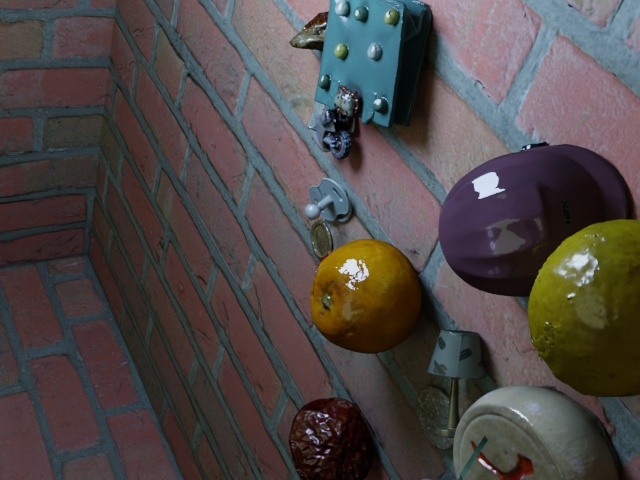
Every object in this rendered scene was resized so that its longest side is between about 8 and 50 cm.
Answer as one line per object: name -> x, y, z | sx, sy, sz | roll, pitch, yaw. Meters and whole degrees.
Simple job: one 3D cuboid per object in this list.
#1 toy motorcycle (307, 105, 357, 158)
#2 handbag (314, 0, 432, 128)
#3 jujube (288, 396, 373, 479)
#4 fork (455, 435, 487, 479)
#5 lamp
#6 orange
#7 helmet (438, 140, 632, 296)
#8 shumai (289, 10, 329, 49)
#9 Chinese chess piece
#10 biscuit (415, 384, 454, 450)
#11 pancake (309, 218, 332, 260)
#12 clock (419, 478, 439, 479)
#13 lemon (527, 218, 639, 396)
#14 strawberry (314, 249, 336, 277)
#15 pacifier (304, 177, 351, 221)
toy motorcycle -> 0.025, -0.308, 1.961 | 0.129, 0.094, 0.229 | -1, 93, 61
handbag -> 0.098, -0.396, 1.745 | 0.268, 0.100, 0.274 | 30, 113, 44
jujube -> 0.025, 0.527, 2.079 | 0.213, 0.212, 0.232 | -5, 102, 59
fork -> 0.281, 0.443, 1.555 | 0.039, 0.021, 0.235 | 53, 140, 32
lamp -> 0.279, 0.294, 1.675 | 0.121, 0.121, 0.215 | 2, 88, 59
orange -> 0.105, 0.125, 1.816 | 0.261, 0.261, 0.261 | 24, 118, 55
helmet -> 0.342, -0.029, 1.416 | 0.338, 0.197, 0.271 | -15, 83, 60
shumai -> -0.011, -0.496, 1.947 | 0.139, 0.123, 0.105 | 146, 123, -71
Chinese chess piece -> 0.395, 0.437, 1.510 | 0.338, 0.140, 0.338 | 23, 117, 55
biscuit -> 0.264, 0.402, 1.834 | 0.152, 0.020, 0.152 | 27, 122, 53
pancake -> 0.001, 0.000, 2.165 | 0.115, 0.011, 0.115 | 21, 114, 57
clock -> 0.231, 0.651, 1.847 | 0.189, 0.188, 0.254 | 50, 123, 40
lemon -> 0.446, 0.107, 1.230 | 0.253, 0.253, 0.310 | 58, 145, 32
strawberry -> 0.051, 0.088, 2.035 | 0.208, 0.087, 0.167 | -44, 60, 53
pacifier -> 0.011, -0.085, 2.030 | 0.150, 0.116, 0.127 | -16, 110, 56
